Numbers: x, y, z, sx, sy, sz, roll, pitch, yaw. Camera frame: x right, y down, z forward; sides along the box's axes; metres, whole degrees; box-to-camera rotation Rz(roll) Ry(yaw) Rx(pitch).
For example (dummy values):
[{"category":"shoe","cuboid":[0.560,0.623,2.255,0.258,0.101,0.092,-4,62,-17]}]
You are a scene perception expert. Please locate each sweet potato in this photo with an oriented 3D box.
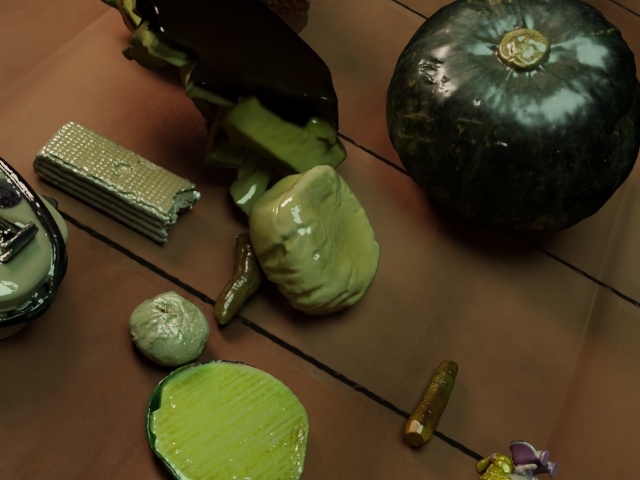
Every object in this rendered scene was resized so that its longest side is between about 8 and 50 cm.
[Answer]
[{"category":"sweet potato","cuboid":[-0.113,0.058,1.652,0.054,0.053,0.182,53,35,-31]}]

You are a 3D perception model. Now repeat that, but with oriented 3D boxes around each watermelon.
[{"category":"watermelon","cuboid":[-0.106,-0.498,2.122,0.148,0.226,0.318,-14,18,-11]}]

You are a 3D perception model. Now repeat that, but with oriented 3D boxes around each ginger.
[{"category":"ginger","cuboid":[-0.172,-0.239,1.778,0.413,0.211,0.358,50,31,19]}]

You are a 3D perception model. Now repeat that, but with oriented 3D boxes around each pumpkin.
[{"category":"pumpkin","cuboid":[0.335,-0.220,1.928,0.455,0.344,0.454,0,58,0]}]

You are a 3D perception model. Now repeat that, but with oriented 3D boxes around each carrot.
[{"category":"carrot","cuboid":[0.163,0.232,1.625,0.042,0.042,0.170,30,42,4]}]

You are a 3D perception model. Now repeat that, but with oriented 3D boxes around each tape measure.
[{"category":"tape measure","cuboid":[-0.436,-0.004,1.496,0.232,0.133,0.271,25,40,-2]}]

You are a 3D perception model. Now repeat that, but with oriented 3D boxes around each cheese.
[{"category":"cheese","cuboid":[0.000,0.000,1.684,0.226,0.117,0.214,-40,103,-50]}]

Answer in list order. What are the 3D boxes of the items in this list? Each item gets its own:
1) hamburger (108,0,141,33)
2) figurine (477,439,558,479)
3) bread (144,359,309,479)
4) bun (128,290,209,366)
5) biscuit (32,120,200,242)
[{"category":"hamburger","cuboid":[-0.255,-0.437,1.960,0.237,0.237,0.149,12,4,-15]},{"category":"figurine","cuboid":[0.243,0.352,1.532,0.095,0.115,0.156,46,57,-28]},{"category":"bread","cuboid":[-0.120,0.253,1.471,0.229,0.033,0.228,14,42,-13]},{"category":"bun","cuboid":[-0.204,0.116,1.530,0.115,0.069,0.115,12,40,-11]},{"category":"biscuit","cuboid":[-0.307,-0.093,1.693,0.239,0.061,0.108,29,42,1]}]
